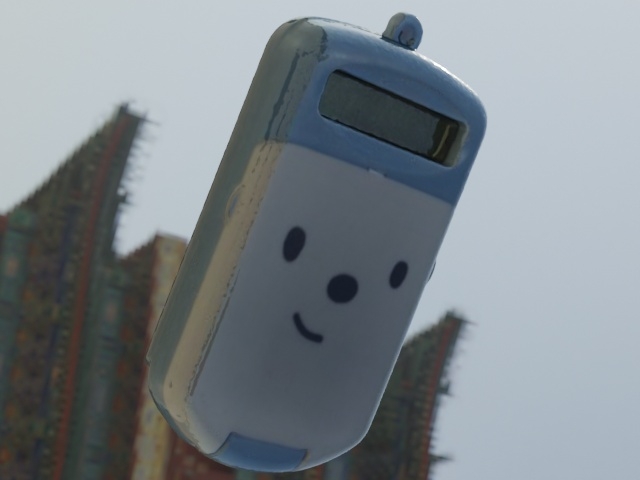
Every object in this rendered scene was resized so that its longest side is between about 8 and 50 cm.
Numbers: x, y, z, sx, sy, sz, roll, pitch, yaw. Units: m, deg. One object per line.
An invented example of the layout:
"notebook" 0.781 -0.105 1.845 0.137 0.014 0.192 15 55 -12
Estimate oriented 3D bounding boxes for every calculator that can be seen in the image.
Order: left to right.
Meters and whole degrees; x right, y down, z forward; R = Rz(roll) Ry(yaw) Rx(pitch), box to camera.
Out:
"calculator" 0.000 0.000 0.704 0.039 0.121 0.210 25 -86 49
